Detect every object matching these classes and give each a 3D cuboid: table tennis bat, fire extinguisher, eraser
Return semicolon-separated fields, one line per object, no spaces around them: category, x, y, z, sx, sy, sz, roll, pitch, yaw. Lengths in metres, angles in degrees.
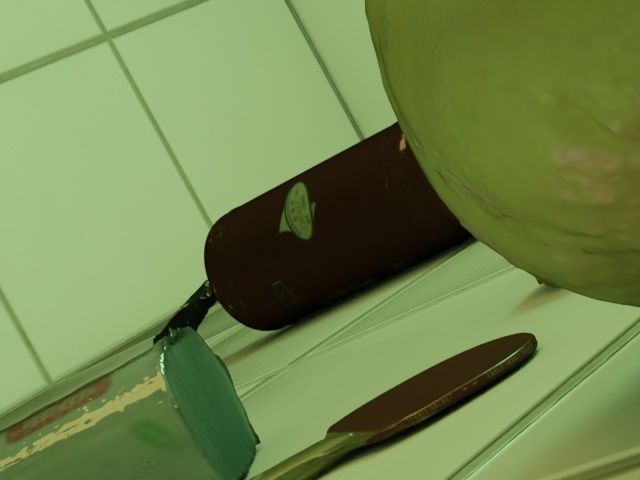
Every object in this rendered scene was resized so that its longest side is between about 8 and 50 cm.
table tennis bat;0.024;0.078;0.783;0.156;0.013;0.087;-27;4;-20
fire extinguisher;0.000;0.000;1.573;0.337;0.114;0.135;-27;16;35
eraser;-0.149;0.128;0.894;0.227;0.081;0.174;-29;-2;3

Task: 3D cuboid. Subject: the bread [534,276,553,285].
bread;0.142;-0.013;0.971;0.083;0.044;0.111;-31;-1;31

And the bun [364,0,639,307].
bun;0.187;-0.111;0.568;0.361;0.213;0.361;-30;18;11
